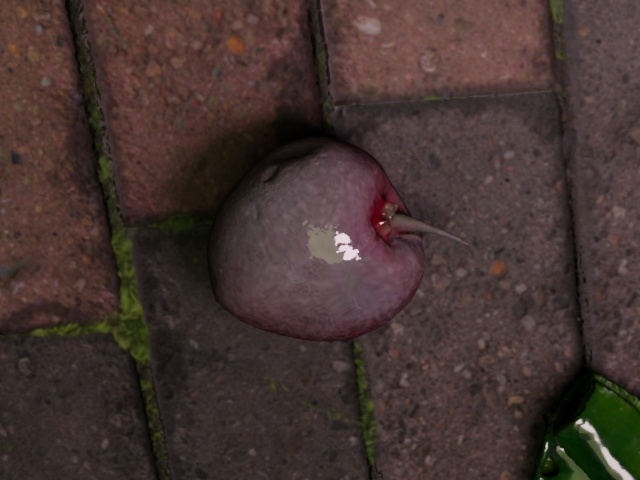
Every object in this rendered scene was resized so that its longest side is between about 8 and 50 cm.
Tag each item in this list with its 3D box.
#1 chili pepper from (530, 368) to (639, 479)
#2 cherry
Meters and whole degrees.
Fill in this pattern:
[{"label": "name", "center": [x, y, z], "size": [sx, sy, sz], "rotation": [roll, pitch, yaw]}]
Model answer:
[{"label": "chili pepper", "center": [0.347, 0.327, 2.120], "size": [0.213, 0.167, 0.385], "rotation": [-31, 107, 18]}, {"label": "cherry", "center": [0.000, 0.000, 1.997], "size": [0.266, 0.183, 0.213], "rotation": [-24, 107, 15]}]
